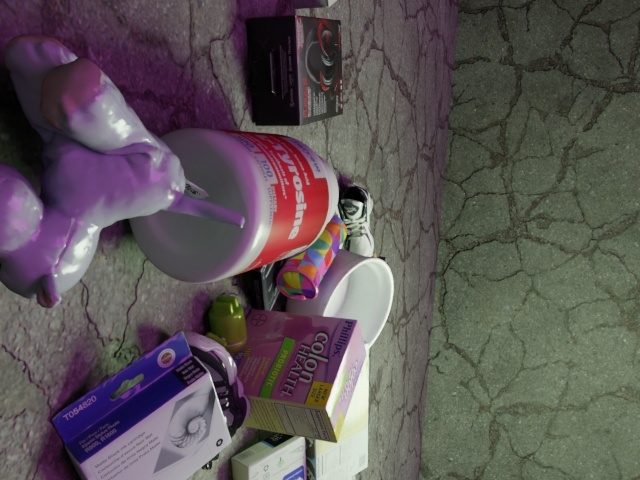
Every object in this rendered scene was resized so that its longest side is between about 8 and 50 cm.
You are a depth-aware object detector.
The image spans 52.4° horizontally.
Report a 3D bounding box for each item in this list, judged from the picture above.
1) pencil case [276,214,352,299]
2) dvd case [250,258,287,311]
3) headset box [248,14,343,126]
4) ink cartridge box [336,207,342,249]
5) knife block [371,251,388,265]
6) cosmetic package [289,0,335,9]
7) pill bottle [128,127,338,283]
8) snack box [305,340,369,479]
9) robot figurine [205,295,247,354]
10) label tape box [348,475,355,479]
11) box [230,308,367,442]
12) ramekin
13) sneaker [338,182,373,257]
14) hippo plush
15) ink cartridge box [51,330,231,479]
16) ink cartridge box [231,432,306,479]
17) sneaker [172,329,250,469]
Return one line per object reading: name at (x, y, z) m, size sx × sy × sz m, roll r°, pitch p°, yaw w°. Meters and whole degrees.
pencil case at (-0.014, 0.033, 1.441) m, size 0.236 × 0.104 × 0.104 m, roll -57°, pitch 145°, yaw -48°
dvd case at (-0.088, 0.024, 1.400) m, size 0.179 × 0.029 × 0.239 m, roll 90°, pitch 18°, yaw -52°
headset box at (-0.051, -0.363, 1.392) m, size 0.293 × 0.110 × 0.218 m, roll -35°, pitch 126°, yaw -64°
ink cartridge box at (0.000, 0.000, 1.672) m, size 0.225 × 0.056 × 0.181 m, roll -71°, pitch 154°, yaw -45°
knife block at (0.136, 0.151, 1.981) m, size 0.242 × 0.088 × 0.276 m, roll 66°, pitch 34°, yaw -49°
cosmetic package at (0.011, -0.607, 1.532) m, size 0.239 × 0.098 × 0.060 m, roll -59°, pitch 148°, yaw -49°
pill bottle at (-0.117, -0.071, 1.109) m, size 0.407 × 0.229 × 0.229 m, roll -18°, pitch 110°, yaw -67°
snack box at (0.031, 0.401, 1.485) m, size 0.187 × 0.060 × 0.322 m, roll -12°, pitch 107°, yaw -47°
robot figurine at (-0.173, 0.162, 1.222) m, size 0.101 × 0.067 × 0.115 m, roll -62°, pitch 149°, yaw -62°
label tape box at (-0.021, 0.631, 1.625) m, size 0.348 × 0.115 × 0.249 m, roll -47°, pitch 136°, yaw -60°
box at (-0.057, 0.261, 1.295) m, size 0.214 × 0.242 × 0.117 m, roll -64°, pitch 150°, yaw -43°
ramekin at (0.042, 0.152, 1.576) m, size 0.277 × 0.135 × 0.277 m, roll -26°, pitch 127°, yaw -41°
sneaker at (0.094, -0.055, 1.837) m, size 0.153 × 0.094 × 0.235 m, roll 43°, pitch 53°, yaw -61°
hippo plush at (-0.301, -0.059, 0.754) m, size 0.236 × 0.234 × 0.294 m, roll -49°, pitch 132°, yaw -10°
ink cartridge box at (-0.249, 0.282, 0.958) m, size 0.223 × 0.045 × 0.224 m, roll -35°, pitch 127°, yaw -32°
ink cartridge box at (-0.102, 0.590, 1.408) m, size 0.165 × 0.065 × 0.333 m, roll -16°, pitch 109°, yaw -44°
sneaker at (-0.206, 0.283, 1.111) m, size 0.153 × 0.101 × 0.269 m, roll -65°, pitch 150°, yaw -41°
